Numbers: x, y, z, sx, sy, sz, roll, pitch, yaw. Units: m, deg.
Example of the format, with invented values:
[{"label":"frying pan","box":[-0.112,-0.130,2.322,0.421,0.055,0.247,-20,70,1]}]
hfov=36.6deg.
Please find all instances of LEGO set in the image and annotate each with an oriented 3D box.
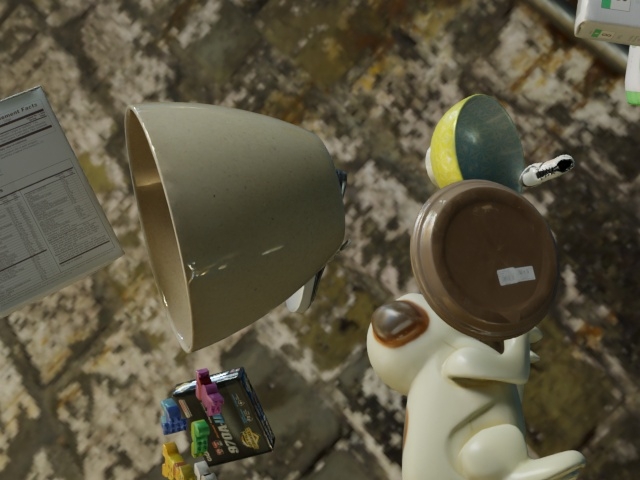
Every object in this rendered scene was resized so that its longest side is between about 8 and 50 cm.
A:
[{"label":"LEGO set","box":[-0.198,0.327,1.498,0.087,0.227,0.093,-9,25,-27]}]

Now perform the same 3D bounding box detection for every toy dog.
[{"label":"toy dog","box":[0.230,0.284,1.713,0.408,0.395,0.284,67,11,23]}]

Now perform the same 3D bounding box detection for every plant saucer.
[{"label":"plant saucer","box":[0.280,0.026,1.592,0.278,0.278,0.041,43,-25,-4]}]

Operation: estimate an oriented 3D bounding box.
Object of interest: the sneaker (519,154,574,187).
[{"label":"sneaker","box":[0.422,-0.131,1.798,0.044,0.109,0.040,-60,125,-84]}]

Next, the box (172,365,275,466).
[{"label":"box","box":[-0.225,0.416,2.273,0.051,0.175,0.220,-79,150,-65]}]

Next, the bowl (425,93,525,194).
[{"label":"bowl","box":[0.348,-0.192,2.320,0.156,0.290,0.289,-12,-41,44]}]

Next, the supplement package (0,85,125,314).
[{"label":"supplement package","box":[-0.441,-0.044,1.383,0.263,0.198,0.199,64,-24,-3]}]

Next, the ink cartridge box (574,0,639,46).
[{"label":"ink cartridge box","box":[0.389,-0.288,1.003,0.224,0.181,0.056,9,-7,5]}]

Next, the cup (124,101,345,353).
[{"label":"cup","box":[-0.106,-0.039,1.289,0.331,0.236,0.331,166,-90,-73]}]

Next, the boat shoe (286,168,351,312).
[{"label":"boat shoe","box":[-0.002,0.000,1.983,0.104,0.307,0.113,11,-10,-26]}]

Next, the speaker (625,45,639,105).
[{"label":"speaker","box":[0.630,-0.391,1.746,0.131,0.297,0.131,4,12,-1]}]
